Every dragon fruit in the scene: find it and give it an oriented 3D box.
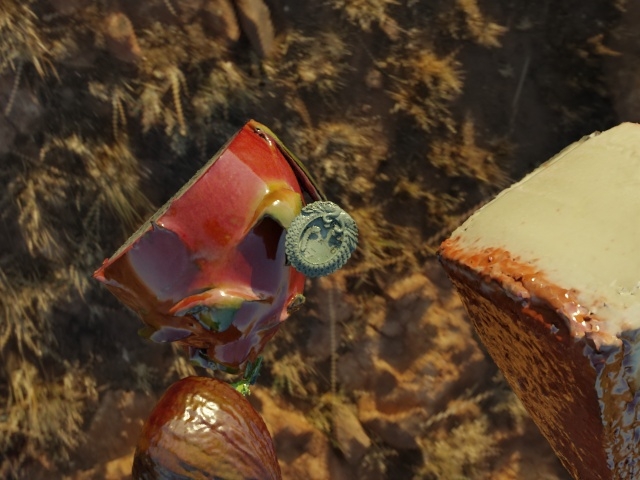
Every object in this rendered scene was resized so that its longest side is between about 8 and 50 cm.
[{"bbox_3d":[-0.112,0.025,1.324,0.305,0.305,0.226,-44,96,-3],"label":"dragon fruit"}]

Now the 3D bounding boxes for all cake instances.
[{"bbox_3d":[0.212,0.074,0.613,0.158,0.159,0.262,-36,103,-7],"label":"cake"}]

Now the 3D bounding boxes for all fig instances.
[{"bbox_3d":[-0.073,0.215,0.960,0.133,0.201,0.146,-56,158,-24],"label":"fig"}]

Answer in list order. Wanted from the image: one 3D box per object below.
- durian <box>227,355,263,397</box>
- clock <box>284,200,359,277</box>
[{"bbox_3d":[-0.118,0.239,1.251,0.086,0.100,0.215,30,59,-37],"label":"durian"},{"bbox_3d":[0.000,0.000,1.132,0.074,0.010,0.083,38,85,-4],"label":"clock"}]
